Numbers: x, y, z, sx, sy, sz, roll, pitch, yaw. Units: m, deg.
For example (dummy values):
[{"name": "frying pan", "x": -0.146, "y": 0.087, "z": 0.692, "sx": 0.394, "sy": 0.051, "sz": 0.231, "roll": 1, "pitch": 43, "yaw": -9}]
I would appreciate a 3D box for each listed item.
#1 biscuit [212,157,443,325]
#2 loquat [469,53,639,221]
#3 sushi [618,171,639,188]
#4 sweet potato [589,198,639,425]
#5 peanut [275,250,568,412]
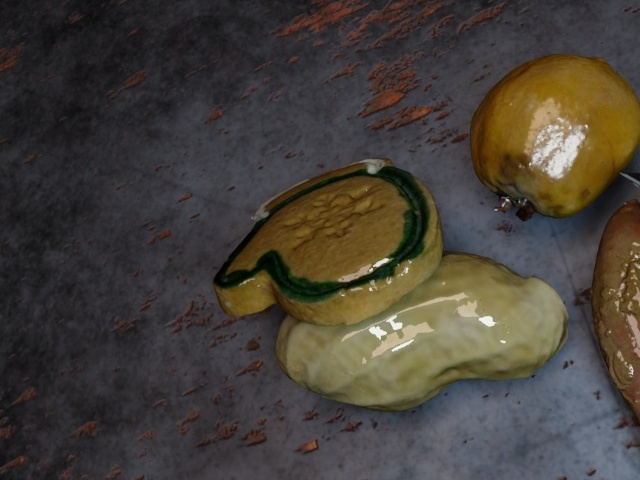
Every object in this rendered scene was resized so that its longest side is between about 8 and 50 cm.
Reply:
[{"name": "biscuit", "x": -0.001, "y": -0.002, "z": 1.125, "sx": 0.287, "sy": 0.057, "sz": 0.343, "roll": -24, "pitch": 26, "yaw": 1}, {"name": "loquat", "x": 0.282, "y": -0.124, "z": 1.112, "sx": 0.187, "sy": 0.176, "sz": 0.234, "roll": 29, "pitch": 77, "yaw": 46}, {"name": "sushi", "x": 0.462, "y": 0.031, "z": 0.955, "sx": 0.290, "sy": 0.264, "sz": 0.050, "roll": 45, "pitch": 121, "yaw": 33}, {"name": "sweet potato", "x": 0.364, "y": 0.137, "z": 1.002, "sx": 0.109, "sy": 0.109, "sz": 0.385, "roll": -11, "pitch": 71, "yaw": 17}, {"name": "peanut", "x": 0.111, "y": 0.102, "z": 1.084, "sx": 0.340, "sy": 0.158, "sz": 0.174, "roll": -21, "pitch": 59, "yaw": 12}]
